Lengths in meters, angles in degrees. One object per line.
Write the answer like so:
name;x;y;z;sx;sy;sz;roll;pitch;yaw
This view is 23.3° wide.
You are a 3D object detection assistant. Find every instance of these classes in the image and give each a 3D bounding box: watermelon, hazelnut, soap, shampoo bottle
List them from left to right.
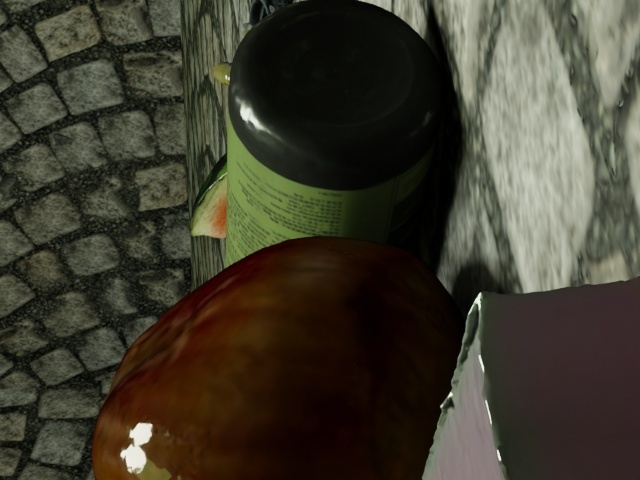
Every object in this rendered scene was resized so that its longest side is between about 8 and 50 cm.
watermelon;-0.036;-0.044;1.248;0.094;0.125;0.135;56;152;-2
hazelnut;-0.013;0.083;0.684;0.204;0.178;0.178;-62;-27;-64
shampoo bottle;0.000;0.000;0.823;0.284;0.101;0.101;96;167;-56
soap;0.074;0.150;0.432;0.259;0.081;0.181;95;169;-58

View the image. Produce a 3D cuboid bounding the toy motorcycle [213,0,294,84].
toy motorcycle;-0.017;-0.045;1.025;0.152;0.073;0.225;108;149;-54
